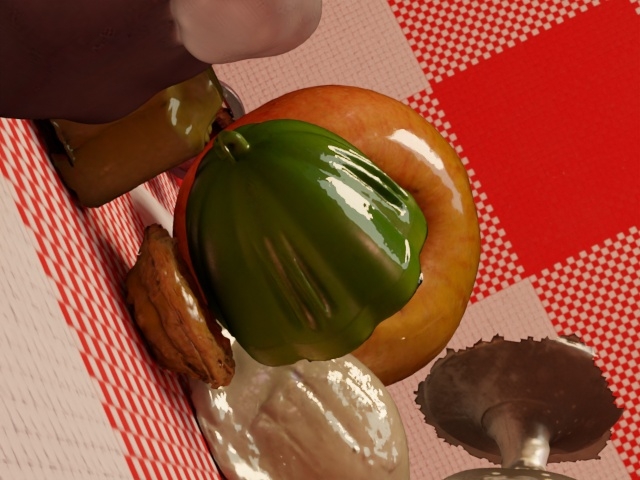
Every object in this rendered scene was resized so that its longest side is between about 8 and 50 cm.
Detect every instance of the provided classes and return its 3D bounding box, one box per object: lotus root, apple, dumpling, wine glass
[{"bbox_3d":[-0.034,-0.024,1.072,0.186,0.186,0.186,-26,90,-89],"label":"lotus root"},{"bbox_3d":[0.000,0.000,1.379,0.275,0.299,0.299,6,-54,60],"label":"apple"},{"bbox_3d":[-0.015,0.165,1.145,0.252,0.131,0.179,47,31,-25],"label":"dumpling"},{"bbox_3d":[0.170,0.260,1.259,0.323,0.238,0.238,-77,151,-42],"label":"wine glass"}]

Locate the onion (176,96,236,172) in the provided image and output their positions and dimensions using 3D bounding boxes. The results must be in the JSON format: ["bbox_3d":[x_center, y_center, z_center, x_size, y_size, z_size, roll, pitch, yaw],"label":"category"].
[{"bbox_3d":[-0.171,-0.184,1.590,0.283,0.120,0.227,-110,173,-52],"label":"onion"}]

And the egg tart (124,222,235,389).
[{"bbox_3d":[-0.103,0.052,1.046,0.130,0.052,0.130,64,0,0],"label":"egg tart"}]

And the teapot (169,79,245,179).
[{"bbox_3d":[-0.158,-0.145,1.811,0.146,0.116,0.148,-91,162,-63],"label":"teapot"}]

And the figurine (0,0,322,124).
[{"bbox_3d":[-0.160,-0.234,0.759,0.218,0.206,0.365,-104,169,-81],"label":"figurine"}]

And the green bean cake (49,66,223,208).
[{"bbox_3d":[-0.167,-0.162,1.085,0.236,0.124,0.233,64,1,-14],"label":"green bean cake"}]
